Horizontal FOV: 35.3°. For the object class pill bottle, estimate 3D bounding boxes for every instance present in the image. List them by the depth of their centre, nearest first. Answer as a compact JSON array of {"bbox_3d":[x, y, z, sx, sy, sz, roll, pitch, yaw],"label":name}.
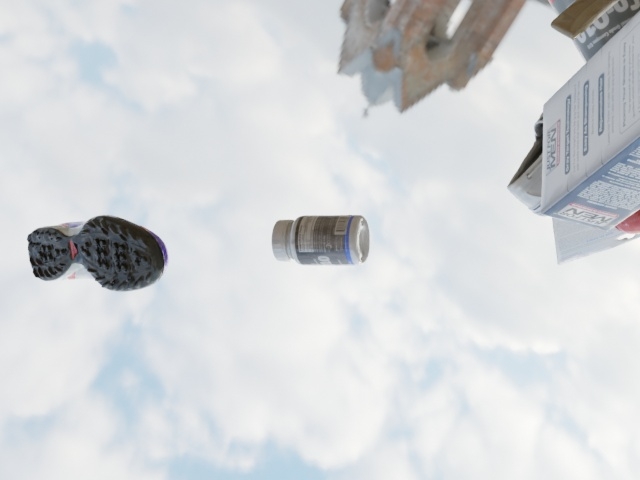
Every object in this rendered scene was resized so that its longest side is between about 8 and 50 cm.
[{"bbox_3d":[0.000,0.000,1.528,0.137,0.078,0.078,0,-156,21],"label":"pill bottle"},{"bbox_3d":[0.546,-0.376,1.826,0.161,0.161,0.283,-22,-100,-52],"label":"pill bottle"}]

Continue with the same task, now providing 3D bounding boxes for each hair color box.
[{"bbox_3d":[0.392,-0.161,1.201,0.105,0.347,0.173,14,-115,-13],"label":"hair color box"}]

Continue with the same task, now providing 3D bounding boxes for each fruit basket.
[{"bbox_3d":[0.623,-0.110,2.058,0.327,0.353,0.165,-20,-125,4],"label":"fruit basket"}]

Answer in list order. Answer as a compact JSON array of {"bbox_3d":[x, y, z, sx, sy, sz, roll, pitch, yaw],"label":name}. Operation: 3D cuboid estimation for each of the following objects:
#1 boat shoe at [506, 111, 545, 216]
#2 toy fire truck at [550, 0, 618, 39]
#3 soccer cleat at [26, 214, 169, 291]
[{"bbox_3d":[0.360,-0.160,1.492,0.084,0.095,0.258,34,-112,-10],"label":"boat shoe"},{"bbox_3d":[0.458,-0.374,1.395,0.159,0.246,0.217,6,-150,-29],"label":"toy fire truck"},{"bbox_3d":[-0.305,0.012,1.467,0.318,0.108,0.116,-1,-172,45],"label":"soccer cleat"}]
